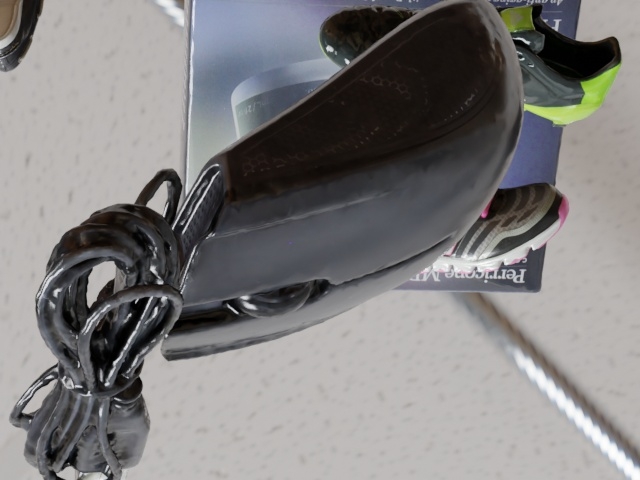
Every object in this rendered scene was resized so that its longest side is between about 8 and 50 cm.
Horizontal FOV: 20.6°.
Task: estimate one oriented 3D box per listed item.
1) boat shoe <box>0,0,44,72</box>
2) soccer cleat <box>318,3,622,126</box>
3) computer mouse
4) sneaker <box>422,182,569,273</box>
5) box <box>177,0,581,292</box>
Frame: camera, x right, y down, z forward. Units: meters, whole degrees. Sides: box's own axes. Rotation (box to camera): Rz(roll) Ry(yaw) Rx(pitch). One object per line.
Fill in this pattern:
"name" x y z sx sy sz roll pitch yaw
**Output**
"boat shoe" -0.226 -0.180 1.309 0.046 0.038 0.125 -4 -127 10
"soccer cleat" 0.089 -0.114 1.028 0.178 0.072 0.060 10 -124 -14
"computer mouse" 0.000 0.000 0.723 0.072 0.188 0.272 43 -120 15
"sneaker" 0.082 -0.022 1.201 0.075 0.170 0.063 66 -149 -30
"box" 0.037 -0.123 1.397 0.296 0.183 0.294 1 -61 -6
